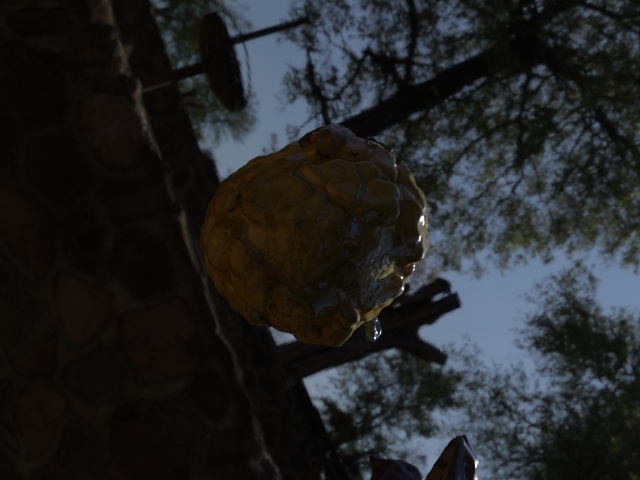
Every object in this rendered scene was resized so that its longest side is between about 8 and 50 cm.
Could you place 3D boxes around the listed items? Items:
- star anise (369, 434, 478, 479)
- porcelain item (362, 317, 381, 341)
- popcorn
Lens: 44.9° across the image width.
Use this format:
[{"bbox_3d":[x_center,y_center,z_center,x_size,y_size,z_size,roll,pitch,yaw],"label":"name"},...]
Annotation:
[{"bbox_3d":[0.120,0.288,0.681,0.236,0.093,0.229,34,-56,25],"label":"star anise"},{"bbox_3d":[0.063,0.104,1.104,0.036,0.028,0.083,52,16,-68],"label":"porcelain item"},{"bbox_3d":[0.000,0.000,0.843,0.190,0.250,0.250,-115,-171,-65],"label":"popcorn"}]
